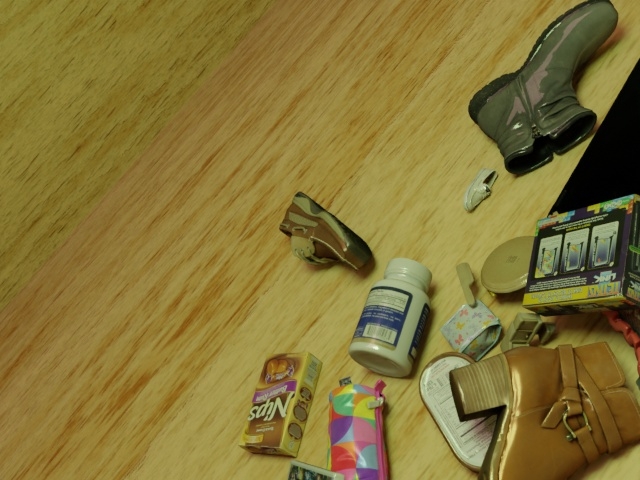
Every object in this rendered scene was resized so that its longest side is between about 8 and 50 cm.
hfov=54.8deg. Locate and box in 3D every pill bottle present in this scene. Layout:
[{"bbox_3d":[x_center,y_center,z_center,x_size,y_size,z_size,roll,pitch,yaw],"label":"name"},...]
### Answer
[{"bbox_3d":[0.129,0.130,1.072,0.112,0.112,0.187,-3,53,43],"label":"pill bottle"}]

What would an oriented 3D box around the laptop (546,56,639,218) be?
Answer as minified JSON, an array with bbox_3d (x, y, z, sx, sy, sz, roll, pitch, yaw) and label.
[{"bbox_3d":[0.605,-0.129,0.883,0.382,0.236,0.408,-59,9,-2],"label":"laptop"}]

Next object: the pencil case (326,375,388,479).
[{"bbox_3d":[0.058,0.335,0.960,0.104,0.104,0.237,-23,44,27],"label":"pencil case"}]

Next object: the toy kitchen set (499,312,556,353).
[{"bbox_3d":[0.316,0.160,0.904,0.068,0.083,0.075,3,45,-6],"label":"toy kitchen set"}]

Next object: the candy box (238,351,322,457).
[{"bbox_3d":[-0.073,0.304,1.155,0.109,0.053,0.187,-11,50,37],"label":"candy box"}]

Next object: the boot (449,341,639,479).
[{"bbox_3d":[0.304,0.274,0.789,0.220,0.109,0.284,-11,65,0],"label":"boot"}]

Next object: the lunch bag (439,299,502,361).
[{"bbox_3d":[0.247,0.145,0.994,0.083,0.053,0.071,-50,33,10],"label":"lunch bag"}]

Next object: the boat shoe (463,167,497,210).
[{"bbox_3d":[0.308,-0.098,1.180,0.035,0.035,0.100,8,55,51],"label":"boat shoe"}]

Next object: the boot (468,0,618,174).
[{"bbox_3d":[0.458,-0.280,1.160,0.338,0.118,0.223,-44,38,20],"label":"boot"}]

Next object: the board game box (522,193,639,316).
[{"bbox_3d":[0.361,0.026,0.836,0.170,0.048,0.141,-21,50,63],"label":"board game box"}]

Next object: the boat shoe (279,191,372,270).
[{"bbox_3d":[0.000,0.000,1.330,0.120,0.122,0.324,-51,28,2],"label":"boat shoe"}]

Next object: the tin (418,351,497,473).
[{"bbox_3d":[0.216,0.249,0.903,0.106,0.040,0.190,-42,50,13],"label":"tin"}]

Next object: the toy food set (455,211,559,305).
[{"bbox_3d":[0.321,0.041,1.010,0.192,0.038,0.132,-32,25,21],"label":"toy food set"}]

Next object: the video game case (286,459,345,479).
[{"bbox_3d":[-0.024,0.427,0.920,0.190,0.022,0.173,148,136,-65],"label":"video game case"}]

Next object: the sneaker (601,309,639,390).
[{"bbox_3d":[0.439,0.093,0.791,0.135,0.097,0.276,-58,28,35],"label":"sneaker"}]
